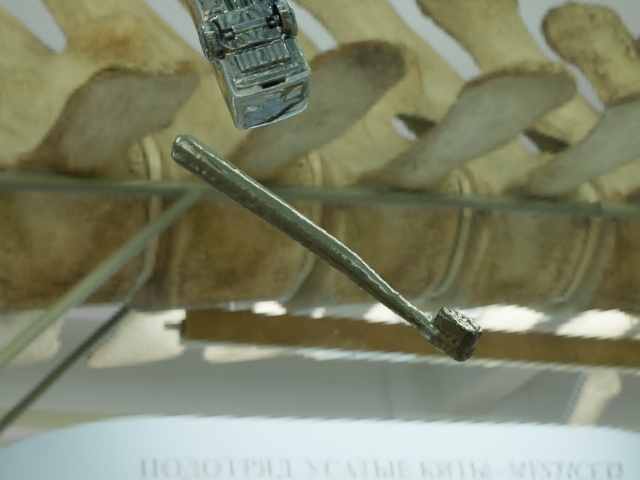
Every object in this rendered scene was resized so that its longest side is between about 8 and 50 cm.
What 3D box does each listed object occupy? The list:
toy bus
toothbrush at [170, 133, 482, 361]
[{"bbox_3d":[-0.064,-0.163,0.858,0.064,0.190,0.075,-17,-25,-11],"label":"toy bus"},{"bbox_3d":[0.000,0.000,0.993,0.030,0.297,0.030,-39,-20,-53],"label":"toothbrush"}]
